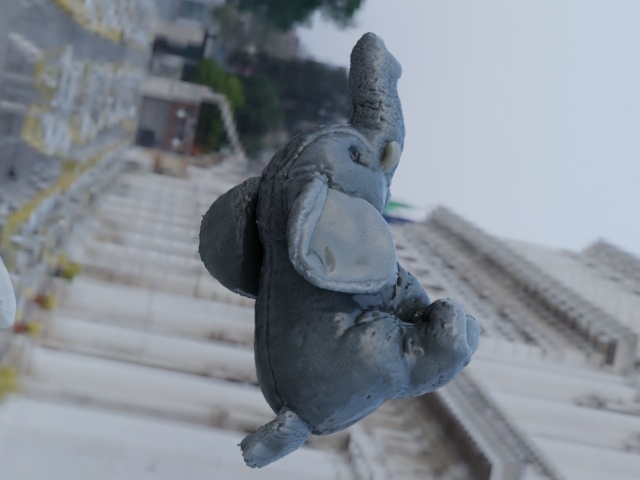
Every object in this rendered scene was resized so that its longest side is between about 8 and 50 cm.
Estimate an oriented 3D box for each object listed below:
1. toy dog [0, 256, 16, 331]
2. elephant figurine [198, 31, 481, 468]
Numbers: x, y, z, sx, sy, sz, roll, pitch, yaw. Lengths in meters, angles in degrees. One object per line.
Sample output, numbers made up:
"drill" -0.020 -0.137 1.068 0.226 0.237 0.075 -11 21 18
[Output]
"toy dog" -0.380 0.028 1.286 0.220 0.334 0.161 -33 -132 16
"elephant figurine" 0.000 0.000 1.085 0.239 0.169 0.186 67 18 -8
